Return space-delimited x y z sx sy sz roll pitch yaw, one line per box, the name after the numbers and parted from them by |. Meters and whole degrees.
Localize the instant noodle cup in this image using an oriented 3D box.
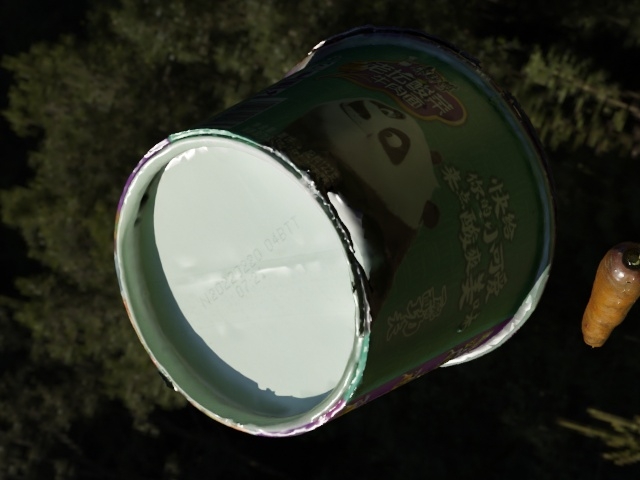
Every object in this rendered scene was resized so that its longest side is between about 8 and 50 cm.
0.000 0.000 0.771 0.190 0.251 0.251 -27 -28 -50 | instant noodle cup

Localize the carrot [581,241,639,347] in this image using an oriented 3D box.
0.336 0.067 1.376 0.248 0.059 0.059 88 -170 -64 | carrot
